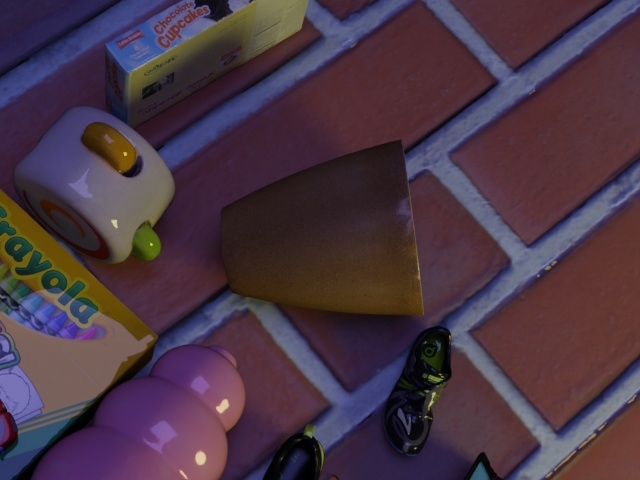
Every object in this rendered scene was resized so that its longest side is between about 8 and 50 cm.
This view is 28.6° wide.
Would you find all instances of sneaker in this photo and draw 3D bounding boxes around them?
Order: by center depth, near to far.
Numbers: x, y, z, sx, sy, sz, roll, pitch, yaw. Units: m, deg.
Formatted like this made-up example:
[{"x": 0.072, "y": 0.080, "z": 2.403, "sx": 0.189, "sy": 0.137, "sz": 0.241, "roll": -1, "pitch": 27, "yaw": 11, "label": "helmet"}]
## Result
[{"x": -0.056, "y": 0.345, "z": 1.594, "sx": 0.084, "sy": 0.097, "sz": 0.235, "roll": 16, "pitch": 71, "yaw": 3, "label": "sneaker"}, {"x": 0.134, "y": 0.198, "z": 1.696, "sx": 0.067, "sy": 0.078, "sz": 0.188, "roll": 20, "pitch": 69, "yaw": -1, "label": "sneaker"}]

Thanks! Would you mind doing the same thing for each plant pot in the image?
[{"x": 0.000, "y": 0.000, "z": 1.688, "sx": 0.254, "sy": 0.237, "sz": 0.237, "roll": -8, "pitch": 71, "yaw": 3, "label": "plant pot"}]

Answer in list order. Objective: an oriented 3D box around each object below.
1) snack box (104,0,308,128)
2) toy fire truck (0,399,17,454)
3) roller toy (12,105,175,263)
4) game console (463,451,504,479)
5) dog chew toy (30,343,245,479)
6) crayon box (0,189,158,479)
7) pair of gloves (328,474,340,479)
[{"x": -0.156, "y": -0.289, "z": 1.769, "sx": 0.322, "sy": 0.187, "sz": 0.060, "roll": -34, "pitch": 78, "yaw": -19, "label": "snack box"}, {"x": -0.429, "y": 0.287, "z": 1.475, "sx": 0.192, "sy": 0.047, "sz": 0.135, "roll": -33, "pitch": 81, "yaw": -17, "label": "toy fire truck"}, {"x": -0.296, "y": -0.080, "z": 1.663, "sx": 0.191, "sy": 0.209, "sz": 0.146, "roll": 17, "pitch": 61, "yaw": 38, "label": "roller toy"}, {"x": 0.219, "y": 0.361, "z": 1.654, "sx": 0.107, "sy": 0.071, "sz": 0.122, "roll": 34, "pitch": 69, "yaw": 4, "label": "game console"}, {"x": -0.212, "y": 0.266, "z": 1.558, "sx": 0.206, "sy": 0.207, "sz": 0.332, "roll": 34, "pitch": 60, "yaw": 4, "label": "dog chew toy"}, {"x": -0.447, "y": 0.122, "z": 1.611, "sx": 0.363, "sy": 0.106, "sz": 0.313, "roll": 42, "pitch": 69, "yaw": 6, "label": "crayon box"}, {"x": 0.021, "y": 0.359, "z": 1.654, "sx": 0.083, "sy": 0.010, "sz": 0.074, "roll": 40, "pitch": 69, "yaw": 7, "label": "pair of gloves"}]
